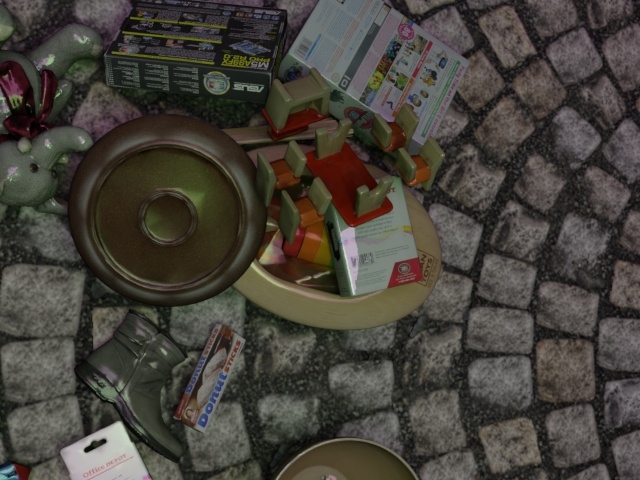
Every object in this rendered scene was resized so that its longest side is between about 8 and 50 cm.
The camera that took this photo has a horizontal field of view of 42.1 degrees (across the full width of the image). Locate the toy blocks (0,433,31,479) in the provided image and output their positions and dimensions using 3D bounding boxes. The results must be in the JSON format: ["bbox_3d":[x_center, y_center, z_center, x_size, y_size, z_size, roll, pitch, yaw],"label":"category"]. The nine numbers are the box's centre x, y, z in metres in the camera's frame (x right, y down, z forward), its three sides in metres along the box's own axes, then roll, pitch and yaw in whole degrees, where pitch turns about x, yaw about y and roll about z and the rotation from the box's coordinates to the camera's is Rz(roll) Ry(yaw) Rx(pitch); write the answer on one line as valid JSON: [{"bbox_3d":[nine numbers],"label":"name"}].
[{"bbox_3d":[-0.618,0.305,1.281,0.261,0.190,0.381,-23,92,-27],"label":"toy blocks"}]

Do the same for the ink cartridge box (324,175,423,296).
[{"bbox_3d":[0.082,-0.006,1.358,0.127,0.072,0.175,-12,89,-15],"label":"ink cartridge box"}]

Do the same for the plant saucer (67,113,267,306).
[{"bbox_3d":[-0.235,-0.038,1.286,0.310,0.050,0.311,-2,104,-8],"label":"plant saucer"}]

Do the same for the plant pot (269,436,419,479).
[{"bbox_3d":[0.020,0.465,1.409,0.284,0.191,0.284,1,85,-14],"label":"plant pot"}]

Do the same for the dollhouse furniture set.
[{"bbox_3d":[0.014,-0.130,1.295,0.262,0.135,0.259,-22,63,-22],"label":"dollhouse furniture set"}]

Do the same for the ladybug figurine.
[{"bbox_3d":[0.000,0.000,1.459,0.449,0.162,0.305,20,81,-12],"label":"ladybug figurine"}]

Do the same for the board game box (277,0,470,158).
[{"bbox_3d":[0.098,-0.315,1.523,0.303,0.097,0.224,33,64,-9],"label":"board game box"}]

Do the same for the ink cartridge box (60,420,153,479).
[{"bbox_3d":[-0.341,0.407,1.383,0.115,0.067,0.198,-25,93,-15],"label":"ink cartridge box"}]

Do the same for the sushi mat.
[{"bbox_3d":[-0.111,-0.186,1.455,0.316,0.151,0.019,-7,108,-16],"label":"sushi mat"}]

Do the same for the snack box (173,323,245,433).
[{"bbox_3d":[-0.190,0.236,1.431,0.064,0.022,0.178,41,62,-38],"label":"snack box"}]

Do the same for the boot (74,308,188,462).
[{"bbox_3d":[-0.280,0.245,1.411,0.161,0.083,0.246,-45,100,-21],"label":"boot"}]

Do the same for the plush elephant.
[{"bbox_3d":[-0.473,-0.172,1.305,0.330,0.272,0.255,-37,81,13],"label":"plush elephant"}]

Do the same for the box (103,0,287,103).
[{"bbox_3d":[-0.200,-0.326,1.394,0.270,0.060,0.216,6,44,1],"label":"box"}]
